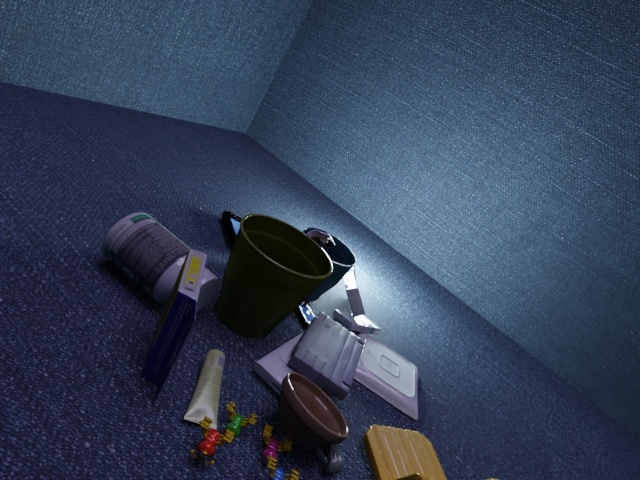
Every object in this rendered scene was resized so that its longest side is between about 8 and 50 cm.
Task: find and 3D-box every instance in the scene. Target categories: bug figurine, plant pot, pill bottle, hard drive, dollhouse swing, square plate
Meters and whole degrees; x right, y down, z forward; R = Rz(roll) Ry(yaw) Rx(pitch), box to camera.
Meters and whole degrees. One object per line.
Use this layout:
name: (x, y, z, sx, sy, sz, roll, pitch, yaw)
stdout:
bug figurine: (-0.184, 0.535, 1.082, 0.279, 0.072, 0.216, 31, 9, 2)
plant pot: (-0.041, 0.501, 1.205, 0.237, 0.109, 0.237, 42, 0, 0)
plant pot: (-0.200, 0.152, 1.544, 0.367, 0.353, 0.366, 28, 21, -11)
plant pot: (-0.023, 0.122, 1.890, 0.272, 0.255, 0.271, 28, 22, -13)
pill bottle: (-0.532, 0.084, 1.426, 0.361, 0.204, 0.204, 37, 20, 12)
hard drive: (-0.070, 0.442, 1.466, 0.203, 0.040, 0.307, 39, 21, 17)
dollhouse swing: (0.344, 0.680, 1.261, 0.347, 0.315, 0.305, 21, 43, -27)
square plate: (0.278, 0.544, 1.789, 0.344, 0.049, 0.347, 34, 20, 2)

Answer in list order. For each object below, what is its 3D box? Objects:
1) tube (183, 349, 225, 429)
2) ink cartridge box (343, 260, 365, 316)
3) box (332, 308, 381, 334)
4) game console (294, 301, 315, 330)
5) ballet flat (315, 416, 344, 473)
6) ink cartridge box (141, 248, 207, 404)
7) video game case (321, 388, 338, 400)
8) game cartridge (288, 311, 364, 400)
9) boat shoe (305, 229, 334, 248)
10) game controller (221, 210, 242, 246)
tube: (-0.320, 0.417, 1.199, 0.070, 0.062, 0.240, -10, 31, 2)
ink cartridge box: (0.148, 0.200, 2.064, 0.296, 0.066, 0.261, -88, 164, -80)
box: (0.171, 0.381, 1.968, 0.186, 0.038, 0.145, 19, 8, -35)
game console: (-0.083, 0.279, 1.873, 0.213, 0.044, 0.361, 15, 27, -39)
ballet flat: (0.009, 0.588, 1.263, 0.068, 0.072, 0.213, 12, 27, -26)
ink cartridge box: (-0.403, 0.222, 1.155, 0.072, 0.303, 0.307, 23, 21, -16)
video game case: (-0.026, 0.503, 1.480, 0.157, 0.019, 0.143, 13, 27, -41)
game cartridge: (0.030, 0.408, 1.552, 0.230, 0.068, 0.355, 30, 20, 6)
boat shoe: (0.000, 0.000, 1.746, 0.066, 0.066, 0.183, 46, 26, 27)
game controller: (-0.399, -0.038, 2.101, 0.167, 0.067, 0.319, 19, 25, -33)
